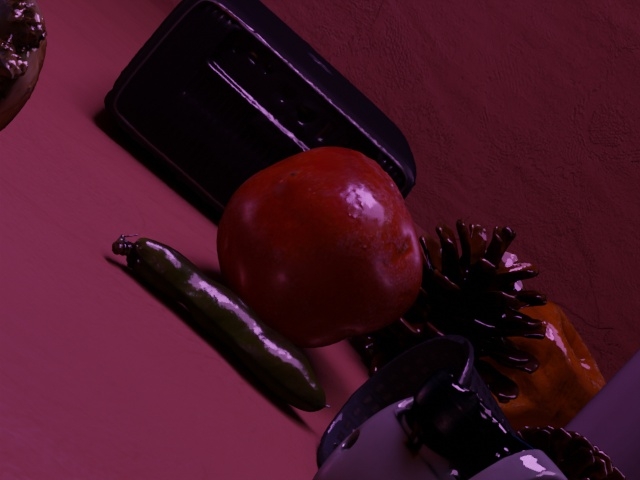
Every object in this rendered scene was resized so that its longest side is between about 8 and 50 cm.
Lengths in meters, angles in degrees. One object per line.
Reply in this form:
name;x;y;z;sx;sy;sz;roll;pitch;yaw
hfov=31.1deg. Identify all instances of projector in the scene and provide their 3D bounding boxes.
projector;-0.079;-0.162;1.639;0.395;0.242;0.405;42;11;-10

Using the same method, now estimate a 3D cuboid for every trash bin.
trash bin;0.111;0.198;1.035;0.161;0.175;0.175;51;7;-14

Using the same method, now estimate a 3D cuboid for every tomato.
tomato;-0.004;0.001;1.238;0.232;0.232;0.189;-125;-158;-54

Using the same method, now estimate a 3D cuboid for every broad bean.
broad bean;-0.088;0.076;1.089;0.254;0.046;0.065;40;16;-1

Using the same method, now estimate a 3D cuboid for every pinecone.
pinecone;0.224;0.257;1.149;0.163;0.163;0.165;48;-4;34
pinecone;0.169;0.092;1.464;0.264;0.264;0.264;40;9;-8

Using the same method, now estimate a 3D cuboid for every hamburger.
hamburger;-0.298;-0.157;0.973;0.185;0.159;0.131;23;-10;47

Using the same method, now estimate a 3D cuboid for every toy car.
toy car;0.098;0.224;0.745;0.190;0.188;0.255;44;2;-41

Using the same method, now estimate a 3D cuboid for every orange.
orange;0.318;0.207;1.739;0.249;0.183;0.249;51;19;-25

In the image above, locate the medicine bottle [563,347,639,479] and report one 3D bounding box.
medicine bottle;0.383;0.250;1.293;0.208;0.340;0.208;40;10;-8
